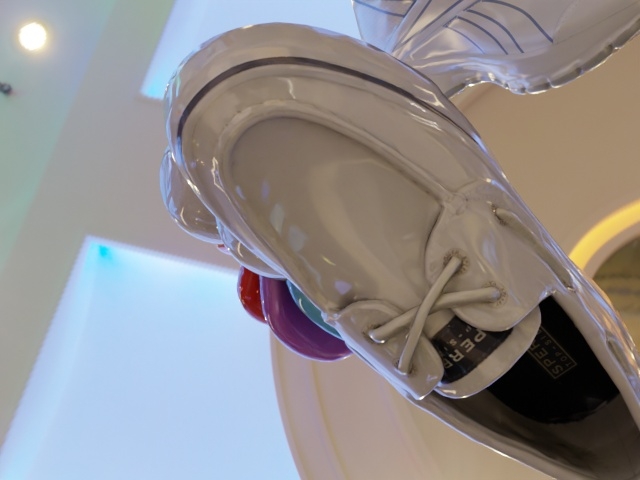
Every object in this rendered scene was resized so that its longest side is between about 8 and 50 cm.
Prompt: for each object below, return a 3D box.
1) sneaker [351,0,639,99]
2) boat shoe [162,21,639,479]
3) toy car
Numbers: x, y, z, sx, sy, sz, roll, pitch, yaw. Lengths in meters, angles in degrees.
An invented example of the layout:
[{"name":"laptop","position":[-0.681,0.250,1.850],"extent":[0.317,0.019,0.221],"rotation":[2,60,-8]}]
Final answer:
[{"name":"sneaker","position":[0.111,-0.163,0.645],"extent":[0.111,0.297,0.129],"rotation":[-42,-70,-32]},{"name":"boat shoe","position":[0.049,0.023,0.400],"extent":[0.096,0.267,0.088],"rotation":[-37,-146,15]},{"name":"toy car","position":[0.000,0.000,0.586],"extent":[0.159,0.182,0.136],"rotation":[-4,-74,-31]}]
